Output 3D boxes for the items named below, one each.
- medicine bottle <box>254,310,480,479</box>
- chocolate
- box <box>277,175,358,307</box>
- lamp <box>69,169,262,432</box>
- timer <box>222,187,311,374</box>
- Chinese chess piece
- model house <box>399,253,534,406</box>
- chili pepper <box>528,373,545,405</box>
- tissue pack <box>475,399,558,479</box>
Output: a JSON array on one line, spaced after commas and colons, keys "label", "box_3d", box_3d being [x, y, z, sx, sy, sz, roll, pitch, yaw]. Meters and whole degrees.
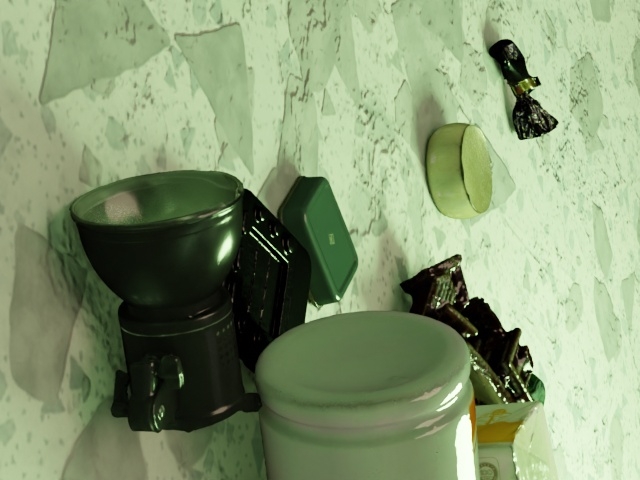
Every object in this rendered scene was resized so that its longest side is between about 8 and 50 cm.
[{"label": "medicine bottle", "box_3d": [0.052, 0.245, 1.709, 0.202, 0.202, 0.315, -47, 137, -58]}, {"label": "chocolate", "box_3d": [0.279, -0.213, 2.499, 0.072, 0.070, 0.147, -108, 180, -68]}, {"label": "box", "box_3d": [0.000, 0.000, 1.902, 0.126, 0.031, 0.091, 68, 29, -26]}, {"label": "lamp", "box_3d": [-0.124, 0.072, 1.525, 0.172, 0.147, 0.227, -51, 137, -65]}, {"label": "timer", "box_3d": [-0.066, 0.045, 1.735, 0.187, 0.055, 0.144, 48, 45, -57]}, {"label": "Chinese chess piece", "box_3d": [0.174, -0.087, 2.264, 0.122, 0.051, 0.122, -7, 90, -66]}, {"label": "model house", "box_3d": [0.174, 0.112, 2.119, 0.203, 0.141, 0.164, 59, 45, -36]}, {"label": "chili pepper", "box_3d": [0.222, 0.205, 2.282, 0.216, 0.062, 0.108, 15, 71, -61]}, {"label": "tissue pack", "box_3d": [0.127, 0.270, 1.879, 0.124, 0.225, 0.185, -39, 120, -61]}]
